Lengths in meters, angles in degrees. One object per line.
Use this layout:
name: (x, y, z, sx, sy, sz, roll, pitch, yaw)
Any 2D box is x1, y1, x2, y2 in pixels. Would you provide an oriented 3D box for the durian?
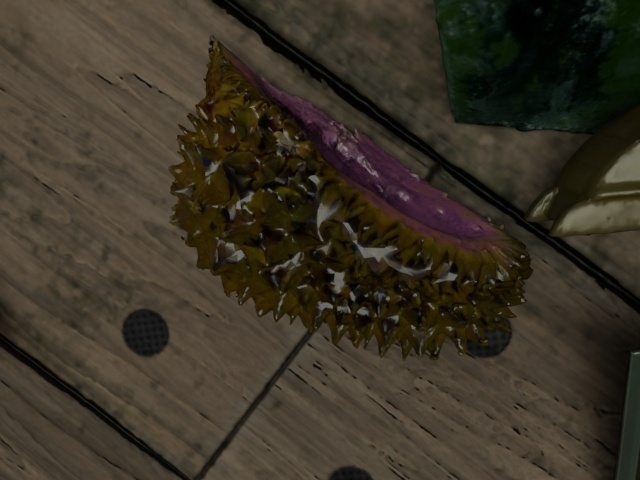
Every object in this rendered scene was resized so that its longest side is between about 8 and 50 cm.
durian: (0.001, 0.000, 0.471, 0.341, 0.112, 0.191, 35, 99, 0)

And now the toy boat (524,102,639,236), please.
toy boat: (0.376, -0.017, 0.391, 0.446, 0.136, 0.162, 5, 104, 5)

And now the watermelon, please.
watermelon: (0.200, -0.222, 0.389, 0.265, 0.151, 0.301, -5, 97, 10)

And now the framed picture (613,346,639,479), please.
framed picture: (0.333, 0.167, 0.439, 0.217, 0.017, 0.274, -6, 123, 9)
